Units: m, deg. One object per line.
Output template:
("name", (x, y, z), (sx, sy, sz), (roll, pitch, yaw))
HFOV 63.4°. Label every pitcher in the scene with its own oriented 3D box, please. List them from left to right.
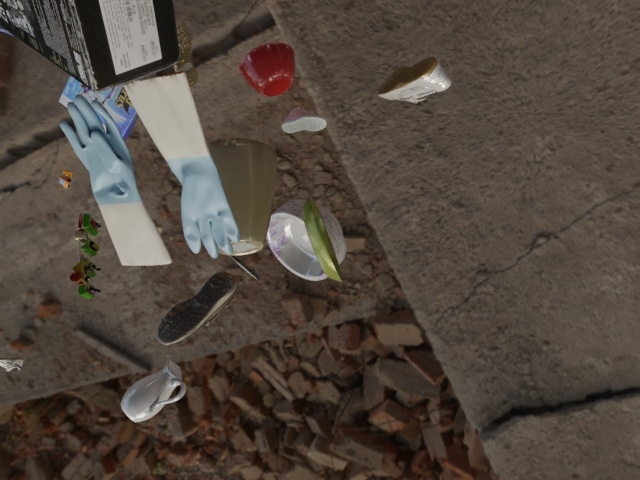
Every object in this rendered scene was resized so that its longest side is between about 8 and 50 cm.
("pitcher", (-0.547, 0.514, 1.718), (0.207, 0.178, 0.125), (-41, 123, -12))

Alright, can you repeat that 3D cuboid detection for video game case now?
("video game case", (-0.726, -0.504, 1.764), (0.244, 0.061, 0.269), (37, 121, -11))

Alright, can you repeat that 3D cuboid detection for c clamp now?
("c clamp", (-0.248, 0.081, 1.664), (0.022, 0.137, 0.160), (-45, 123, -3))

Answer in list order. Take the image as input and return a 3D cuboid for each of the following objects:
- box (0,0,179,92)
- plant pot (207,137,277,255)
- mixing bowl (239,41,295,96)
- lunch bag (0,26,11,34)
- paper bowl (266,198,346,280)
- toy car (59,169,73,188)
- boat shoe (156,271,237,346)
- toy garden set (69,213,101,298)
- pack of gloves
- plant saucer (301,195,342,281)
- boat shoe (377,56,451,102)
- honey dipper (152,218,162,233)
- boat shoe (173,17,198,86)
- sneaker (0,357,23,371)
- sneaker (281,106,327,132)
("box", (-0.182, -0.221, 0.359), (0.147, 0.078, 0.180), (34, 142, 26))
("plant pot", (-0.235, -0.106, 1.462), (0.257, 0.256, 0.273), (-18, 69, 25))
("mixing bowl", (-0.149, -0.513, 1.604), (0.182, 0.181, 0.098), (-28, 75, 25))
("lunch bag", (-0.584, -0.437, 0.975), (0.098, 0.067, 0.065), (-55, 48, 25))
("paper bowl", (-0.038, -0.013, 1.770), (0.284, 0.148, 0.284), (26, 139, 25))
("toy car", (-0.880, -0.229, 1.794), (0.041, 0.060, 0.122), (18, 150, -24))
("boat shoe", (-0.444, 0.273, 1.940), (0.355, 0.130, 0.132), (-40, 61, -14))
("toy garden set", (-0.682, 0.040, 1.533), (0.049, 0.204, 0.244), (0, 77, -10))
("pack of gloves", (-0.199, -0.079, 0.635), (0.195, 0.046, 0.231), (-2, 119, 23))
("plant saucer", (0.000, 0.000, 1.357), (0.037, 0.241, 0.240), (-20, 95, 5))
("boat shoe", (0.248, -0.411, 1.397), (0.096, 0.277, 0.098), (35, 85, -22))
("honey dipper", (-0.487, -0.075, 1.436), (0.160, 0.031, 0.030), (48, 117, 30))
("boat shoe", (-0.362, -0.481, 1.318), (0.060, 0.064, 0.177), (51, 158, 35))
("sneaker", (-0.846, 0.335, 1.395), (0.032, 0.083, 0.036), (-1, 78, 42))
("sneaker", (-0.036, -0.327, 1.376), (0.135, 0.070, 0.051), (0, 142, 33))
